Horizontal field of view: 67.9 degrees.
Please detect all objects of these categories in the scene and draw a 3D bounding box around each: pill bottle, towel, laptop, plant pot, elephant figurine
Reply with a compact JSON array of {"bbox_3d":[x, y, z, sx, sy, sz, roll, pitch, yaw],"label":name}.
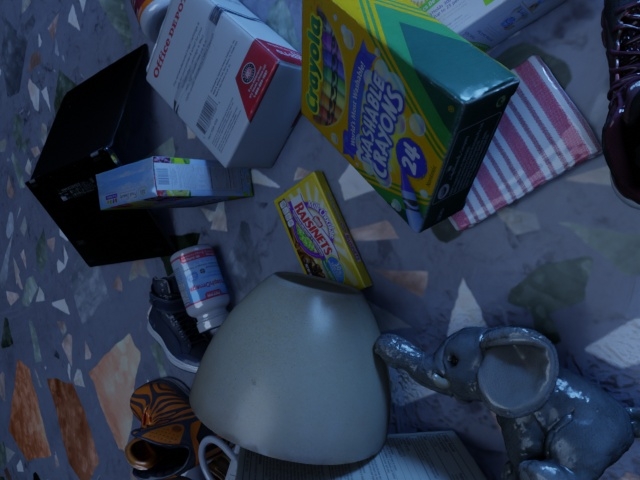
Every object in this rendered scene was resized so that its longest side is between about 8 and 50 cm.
[{"bbox_3d":[-0.229,0.094,0.929,0.087,0.087,0.160,-28,80,36],"label":"pill bottle"},{"bbox_3d":[0.223,-0.116,0.603,0.197,0.029,0.144,-35,72,34],"label":"towel"},{"bbox_3d":[-0.310,-0.494,0.896,0.121,0.121,0.221,-31,77,35],"label":"pill bottle"},{"bbox_3d":[-0.494,-0.177,1.139,0.382,0.236,0.408,-8,120,38],"label":"laptop"},{"bbox_3d":[-0.025,0.151,0.678,0.284,0.284,0.190,14,93,35],"label":"plant pot"},{"bbox_3d":[0.216,0.162,0.555,0.239,0.186,0.169,58,155,15],"label":"elephant figurine"}]

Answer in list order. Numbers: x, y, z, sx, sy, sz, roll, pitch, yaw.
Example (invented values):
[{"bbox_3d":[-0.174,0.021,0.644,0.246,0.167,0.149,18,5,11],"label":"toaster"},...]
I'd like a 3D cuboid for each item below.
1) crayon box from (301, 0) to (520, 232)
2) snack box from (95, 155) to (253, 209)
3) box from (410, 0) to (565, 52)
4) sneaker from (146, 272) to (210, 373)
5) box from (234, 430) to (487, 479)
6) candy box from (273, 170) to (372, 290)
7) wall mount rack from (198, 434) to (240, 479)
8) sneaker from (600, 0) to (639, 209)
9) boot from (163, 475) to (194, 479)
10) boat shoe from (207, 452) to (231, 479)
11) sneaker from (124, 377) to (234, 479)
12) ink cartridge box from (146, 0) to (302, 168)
[{"bbox_3d":[0.067,-0.190,0.596,0.323,0.083,0.203,52,157,28],"label":"crayon box"},{"bbox_3d":[-0.255,-0.098,0.849,0.174,0.207,0.070,-6,92,38],"label":"snack box"},{"bbox_3d":[0.202,-0.305,0.545,0.203,0.103,0.114,-27,80,36],"label":"box"},{"bbox_3d":[-0.278,0.157,0.974,0.226,0.086,0.163,29,115,32],"label":"sneaker"},{"bbox_3d":[0.048,0.343,0.615,0.311,0.148,0.121,-1,97,-3],"label":"box"},{"bbox_3d":[0.000,0.000,0.783,0.105,0.027,0.205,-31,78,33],"label":"candy box"},{"bbox_3d":[-0.049,0.412,0.817,0.350,0.130,0.304,34,118,29],"label":"wall mount rack"},{"bbox_3d":[0.315,-0.165,0.440,0.106,0.162,0.281,-2,95,37],"label":"sneaker"},{"bbox_3d":[-0.198,0.560,0.896,0.338,0.118,0.222,38,144,13],"label":"boot"},{"bbox_3d":[-0.172,0.517,0.954,0.178,0.060,0.064,48,121,22],"label":"boat shoe"},{"bbox_3d":[-0.344,0.385,0.993,0.321,0.180,0.124,2,97,37],"label":"sneaker"},{"bbox_3d":[-0.159,-0.282,0.813,0.273,0.114,0.197,47,121,22],"label":"ink cartridge box"}]
